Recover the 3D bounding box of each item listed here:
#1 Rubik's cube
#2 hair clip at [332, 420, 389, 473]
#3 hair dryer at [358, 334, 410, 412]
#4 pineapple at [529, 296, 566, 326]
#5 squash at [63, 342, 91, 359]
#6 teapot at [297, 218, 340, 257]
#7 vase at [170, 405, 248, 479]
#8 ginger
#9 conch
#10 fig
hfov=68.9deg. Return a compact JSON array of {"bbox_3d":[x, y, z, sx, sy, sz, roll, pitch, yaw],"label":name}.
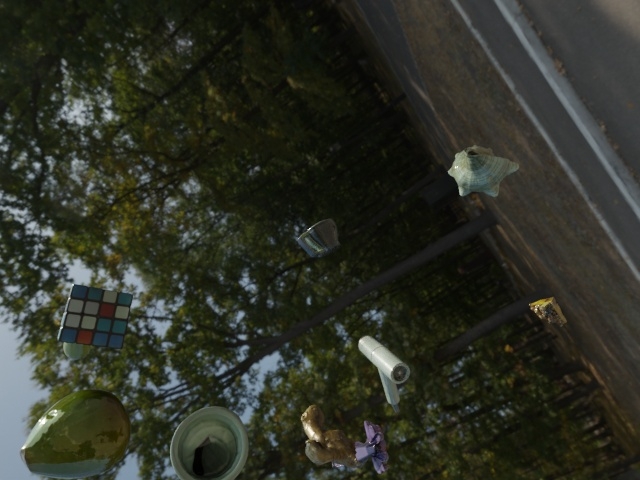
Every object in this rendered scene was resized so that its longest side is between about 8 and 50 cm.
[{"bbox_3d":[-0.609,0.207,1.263,0.154,0.155,0.151,14,-104,-28],"label":"Rubik's cube"},{"bbox_3d":[0.125,0.575,1.291,0.090,0.278,0.137,6,-121,-26],"label":"hair clip"},{"bbox_3d":[0.147,0.294,0.940,0.183,0.044,0.155,68,168,-15],"label":"hair dryer"},{"bbox_3d":[0.674,0.199,1.376,0.114,0.077,0.114,37,-173,32],"label":"pineapple"},{"bbox_3d":[-0.755,0.288,1.455,0.083,0.250,0.083,15,-138,-14],"label":"squash"},{"bbox_3d":[0.000,0.000,0.867,0.087,0.066,0.057,-21,-107,-41],"label":"teapot"},{"bbox_3d":[-0.235,0.446,0.982,0.143,0.143,0.299,63,155,20],"label":"vase"},{"bbox_3d":[0.021,0.508,1.206,0.214,0.132,0.059,-119,34,-70],"label":"ginger"},{"bbox_3d":[0.360,-0.148,1.035,0.234,0.137,0.115,-64,-19,-74],"label":"conch"},{"bbox_3d":[-0.580,0.461,1.122,0.229,0.207,0.207,5,-137,-24],"label":"fig"}]
